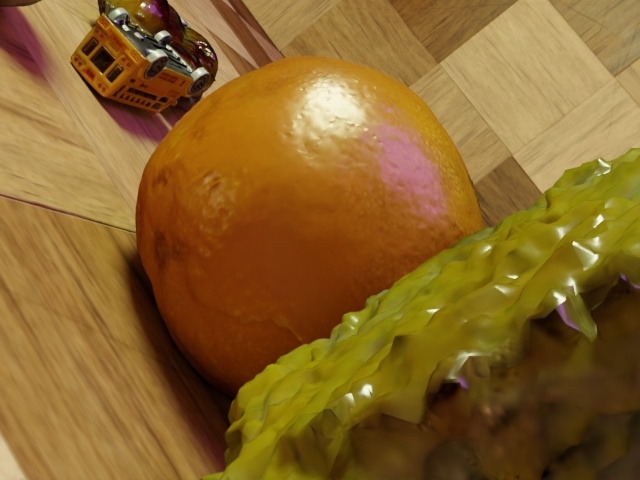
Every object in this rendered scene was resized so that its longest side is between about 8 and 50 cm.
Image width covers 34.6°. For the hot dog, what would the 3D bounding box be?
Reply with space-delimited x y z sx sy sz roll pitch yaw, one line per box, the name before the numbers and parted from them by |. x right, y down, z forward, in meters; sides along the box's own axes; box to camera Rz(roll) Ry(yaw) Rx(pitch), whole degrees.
hot dog | -0.184 -0.236 1.212 0.163 0.082 0.270 52 8 -11

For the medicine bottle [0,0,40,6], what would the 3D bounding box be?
medicine bottle | -0.284 -0.308 0.793 0.247 0.147 0.147 45 11 -35

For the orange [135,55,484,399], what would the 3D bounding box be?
orange | 0.000 0.000 0.730 0.261 0.261 0.261 50 9 -11

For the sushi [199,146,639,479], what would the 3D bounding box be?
sushi | 0.165 0.152 0.484 0.351 0.396 0.240 57 6 -5

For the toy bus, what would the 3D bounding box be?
toy bus | -0.175 -0.170 1.014 0.069 0.074 0.162 46 10 10
